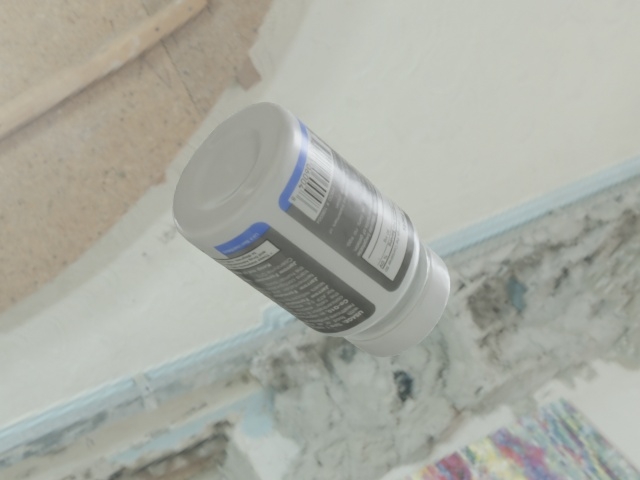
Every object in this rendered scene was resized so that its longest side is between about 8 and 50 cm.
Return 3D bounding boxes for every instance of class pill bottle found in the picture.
[{"bbox_3d":[0.000,0.000,0.517,0.078,0.078,0.137,-48,-54,5],"label":"pill bottle"}]
